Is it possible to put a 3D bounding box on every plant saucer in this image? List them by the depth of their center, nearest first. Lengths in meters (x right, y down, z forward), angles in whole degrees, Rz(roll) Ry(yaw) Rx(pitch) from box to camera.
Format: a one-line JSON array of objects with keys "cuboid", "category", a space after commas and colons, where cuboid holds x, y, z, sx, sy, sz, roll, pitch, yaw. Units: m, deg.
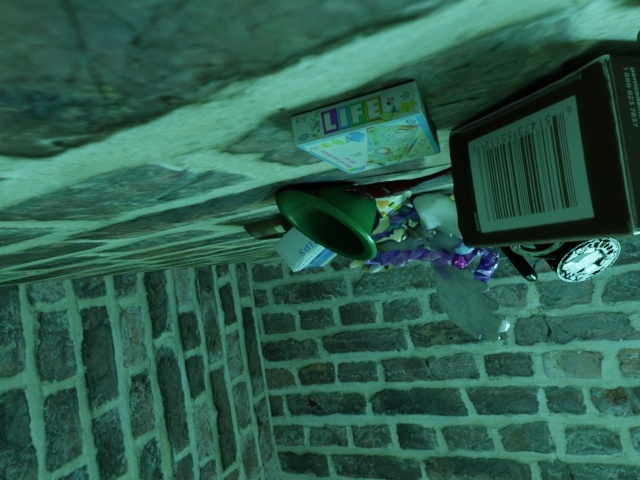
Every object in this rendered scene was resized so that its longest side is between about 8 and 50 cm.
[{"cuboid": [-0.091, -0.030, 1.062, 0.199, 0.036, 0.198, -10, 176, -1], "category": "plant saucer"}]

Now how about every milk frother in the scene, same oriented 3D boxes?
[{"cuboid": [0.316, -0.025, 0.593, 0.129, 0.134, 0.143, -25, 130, 12], "category": "milk frother"}]

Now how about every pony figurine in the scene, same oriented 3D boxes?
[{"cuboid": [0.280, 0.006, 0.905, 0.364, 0.302, 0.351, -25, -161, -22], "category": "pony figurine"}]

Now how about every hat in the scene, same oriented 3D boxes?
[{"cuboid": [0.061, -0.083, 0.690, 0.209, 0.183, 0.173, 33, 163, -4], "category": "hat"}]

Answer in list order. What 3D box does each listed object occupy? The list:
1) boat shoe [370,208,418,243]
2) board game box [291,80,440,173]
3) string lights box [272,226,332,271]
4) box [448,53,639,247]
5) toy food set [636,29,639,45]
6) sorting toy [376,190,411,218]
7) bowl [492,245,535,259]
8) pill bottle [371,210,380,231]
[{"cuboid": [0.223, -0.038, 1.180, 0.110, 0.121, 0.341, -17, -178, 38], "category": "boat shoe"}, {"cuboid": [0.052, -0.097, 0.397, 0.104, 0.026, 0.154, -10, 176, 20], "category": "board game box"}, {"cuboid": [0.000, 0.000, 1.005, 0.133, 0.076, 0.260, -42, 169, 10], "category": "string lights box"}, {"cuboid": [0.353, -0.086, 0.435, 0.382, 0.142, 0.191, -6, 178, -20], "category": "box"}, {"cuboid": [0.246, -0.133, 0.216, 0.192, 0.038, 0.133, -6, 175, -42], "category": "toy food set"}, {"cuboid": [0.156, -0.083, 0.885, 0.075, 0.044, 0.083, -29, 173, 9], "category": "sorting toy"}, {"cuboid": [0.669, -0.061, 1.297, 0.312, 0.163, 0.311, -16, 174, -2], "category": "bowl"}, {"cuboid": [0.088, -0.050, 0.934, 0.067, 0.066, 0.120, -10, 177, 21], "category": "pill bottle"}]
